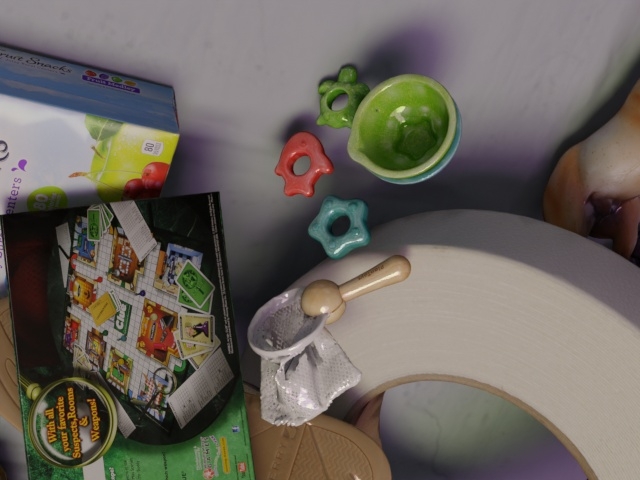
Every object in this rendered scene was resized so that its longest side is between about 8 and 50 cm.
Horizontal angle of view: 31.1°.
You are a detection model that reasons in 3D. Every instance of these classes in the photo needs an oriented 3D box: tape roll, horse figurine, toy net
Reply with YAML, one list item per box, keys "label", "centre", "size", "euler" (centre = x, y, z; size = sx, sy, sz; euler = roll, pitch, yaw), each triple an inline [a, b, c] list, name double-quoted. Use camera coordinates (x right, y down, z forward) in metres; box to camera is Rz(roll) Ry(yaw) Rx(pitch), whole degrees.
- label: "tape roll"
  centre: [0.114, 0.170, 0.804]
  size: [0.392, 0.072, 0.392]
  euler: [13, 117, 26]
- label: "horse figurine"
  centre: [0.218, -0.035, 0.776]
  size: [0.066, 0.174, 0.263]
  euler: [5, 139, -28]
- label: "toy net"
  centre: [0.000, 0.000, 0.719]
  size: [0.232, 0.122, 0.045]
  euler: [-65, 154, -5]

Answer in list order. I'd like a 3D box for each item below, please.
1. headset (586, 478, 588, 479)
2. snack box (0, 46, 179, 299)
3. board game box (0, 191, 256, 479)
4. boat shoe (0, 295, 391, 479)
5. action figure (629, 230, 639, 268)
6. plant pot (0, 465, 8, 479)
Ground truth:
- label: "headset"
  centre: [0.395, 0.227, 0.938]
  size: [0.394, 0.243, 0.185]
  euler: [-9, 144, -34]
- label: "snack box"
  centre: [-0.204, -0.018, 0.750]
  size: [0.174, 0.070, 0.207]
  euler: [13, 121, -19]
- label: "board game box"
  centre: [-0.112, 0.106, 0.694]
  size: [0.136, 0.030, 0.260]
  euler: [-6, 83, -13]
- label: "boat shoe"
  centre: [-0.094, 0.122, 0.759]
  size: [0.285, 0.103, 0.092]
  euler: [21, 163, -6]
- label: "action figure"
  centre: [0.315, 0.018, 0.857]
  size: [0.185, 0.099, 0.285]
  euler: [4, 128, -21]
- label: "plant pot"
  centre: [-0.313, 0.291, 0.875]
  size: [0.237, 0.237, 0.254]
  euler: [7, 110, -14]
